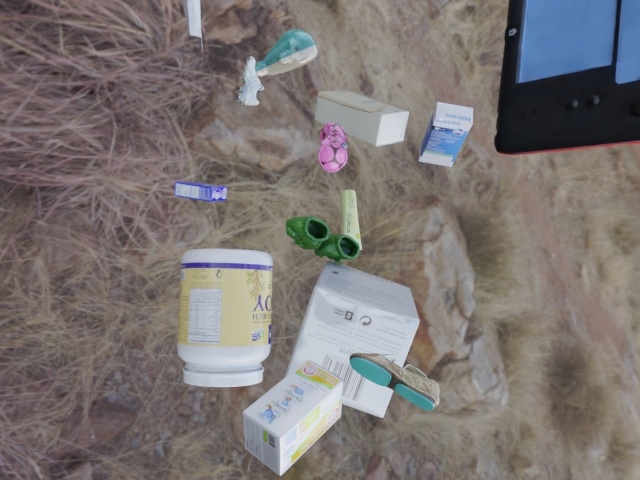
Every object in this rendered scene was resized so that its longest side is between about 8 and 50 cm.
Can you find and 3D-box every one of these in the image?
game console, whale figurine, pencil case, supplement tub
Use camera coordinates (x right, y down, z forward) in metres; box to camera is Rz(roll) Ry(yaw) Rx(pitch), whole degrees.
[{"bbox_3d":[0.410,-0.312,0.709,0.060,0.341,0.387,17,79,-49],"label":"game console"},{"bbox_3d":[-0.149,-0.737,2.090,0.216,0.271,0.141,-76,146,-70],"label":"whale figurine"},{"bbox_3d":[0.036,-0.282,1.555,0.098,0.095,0.209,52,16,-22],"label":"pencil case"},{"bbox_3d":[-0.246,0.194,1.376,0.241,0.240,0.332,9,80,-55],"label":"supplement tub"}]

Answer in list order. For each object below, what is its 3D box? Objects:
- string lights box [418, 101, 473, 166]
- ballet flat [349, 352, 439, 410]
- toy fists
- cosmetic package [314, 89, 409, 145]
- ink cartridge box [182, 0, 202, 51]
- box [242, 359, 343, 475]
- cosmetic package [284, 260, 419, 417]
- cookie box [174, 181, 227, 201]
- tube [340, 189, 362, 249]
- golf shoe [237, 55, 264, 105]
[{"bbox_3d":[0.458,-0.385,1.954,0.260,0.133,0.077,99,1,-62],"label":"string lights box"},{"bbox_3d":[0.160,0.285,1.128,0.206,0.073,0.067,30,47,8],"label":"ballet flat"},{"bbox_3d":[0.000,0.000,1.846,0.279,0.142,0.096,27,77,-33],"label":"toy fists"},{"bbox_3d":[0.143,-0.446,1.906,0.160,0.309,0.113,-20,128,-42],"label":"cosmetic package"},{"bbox_3d":[-0.428,-0.781,1.750,0.224,0.045,0.223,99,-22,-47],"label":"ink cartridge box"},{"bbox_3d":[-0.052,0.361,1.104,0.203,0.103,0.114,-31,133,-43],"label":"box"},{"bbox_3d":[0.105,0.299,1.736,0.394,0.329,0.328,-59,167,-79],"label":"cosmetic package"},{"bbox_3d":[-0.313,-0.129,1.389,0.092,0.107,0.040,-23,122,-73],"label":"cookie box"},{"bbox_3d":[0.119,-0.081,2.105,0.062,0.069,0.241,56,30,-71],"label":"tube"},{"bbox_3d":[-0.239,-0.561,1.882,0.085,0.069,0.176,11,87,-9],"label":"golf shoe"}]
